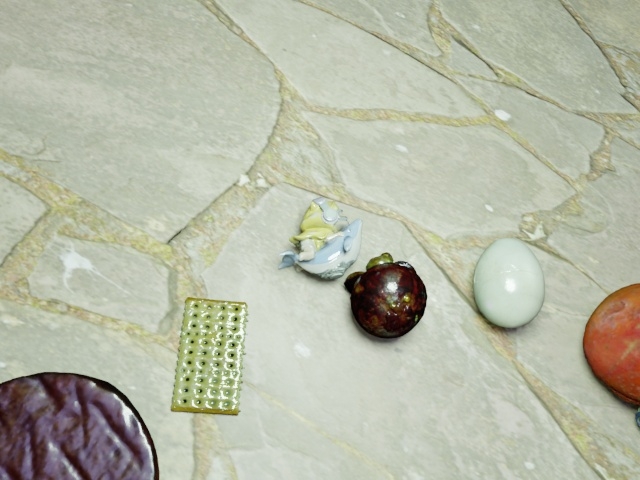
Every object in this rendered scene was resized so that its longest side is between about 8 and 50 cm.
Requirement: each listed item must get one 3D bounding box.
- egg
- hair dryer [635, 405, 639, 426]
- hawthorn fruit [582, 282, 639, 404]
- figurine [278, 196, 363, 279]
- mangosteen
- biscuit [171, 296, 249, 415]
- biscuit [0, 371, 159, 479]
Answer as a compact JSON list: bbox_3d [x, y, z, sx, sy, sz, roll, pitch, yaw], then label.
[{"bbox_3d":[0.416,0.091,1.189,0.151,0.151,0.209,8,64,-7],"label":"egg"},{"bbox_3d":[0.800,0.417,1.191,0.167,0.067,0.199,-35,89,-26],"label":"hair dryer"},{"bbox_3d":[0.726,0.207,1.114,0.276,0.307,0.275,2,68,-6],"label":"hawthorn fruit"},{"bbox_3d":[0.000,0.000,1.167,0.209,0.128,0.183,-21,72,-12],"label":"figurine"},{"bbox_3d":[0.135,0.119,1.136,0.173,0.184,0.172,-13,115,-29],"label":"mangosteen"},{"bbox_3d":[-0.221,0.232,1.094,0.139,0.016,0.231,6,68,-7],"label":"biscuit"},{"bbox_3d":[-0.488,0.433,0.929,0.408,0.091,0.406,3,69,-7],"label":"biscuit"}]
